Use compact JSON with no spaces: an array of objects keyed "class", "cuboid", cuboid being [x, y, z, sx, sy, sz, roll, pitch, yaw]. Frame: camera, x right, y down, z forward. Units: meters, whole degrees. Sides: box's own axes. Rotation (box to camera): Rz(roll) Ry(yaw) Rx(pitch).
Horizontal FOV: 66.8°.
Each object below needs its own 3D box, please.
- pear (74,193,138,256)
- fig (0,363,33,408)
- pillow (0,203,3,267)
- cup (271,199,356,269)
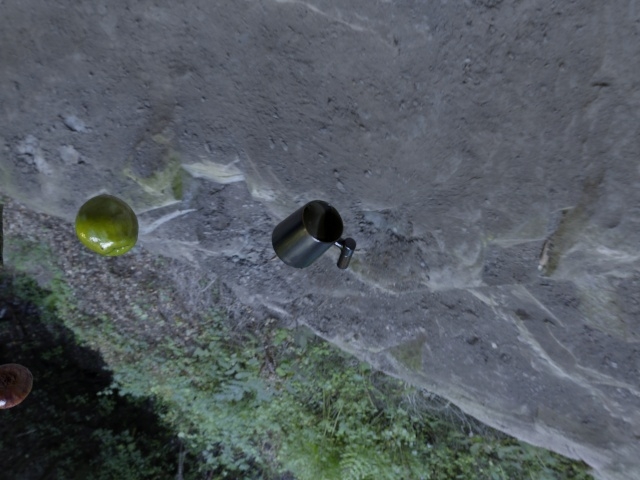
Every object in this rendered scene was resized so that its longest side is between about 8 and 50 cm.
[{"class":"pear","cuboid":[-0.672,-0.045,1.535,0.198,0.198,0.198,1,94,8]},{"class":"fig","cuboid":[-0.915,0.423,1.435,0.129,0.150,0.128,-1,95,-11]},{"class":"pillow","cuboid":[-0.980,-0.023,1.409,0.038,0.113,0.203,-21,72,30]},{"class":"cup","cuboid":[-0.003,-0.016,1.477,0.240,0.177,0.165,13,60,-27]}]
